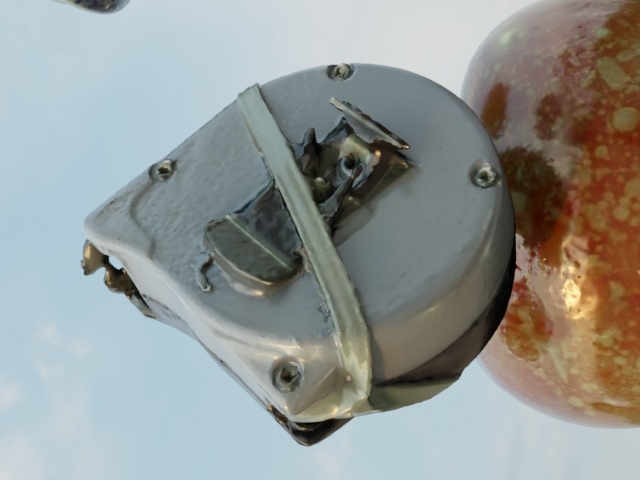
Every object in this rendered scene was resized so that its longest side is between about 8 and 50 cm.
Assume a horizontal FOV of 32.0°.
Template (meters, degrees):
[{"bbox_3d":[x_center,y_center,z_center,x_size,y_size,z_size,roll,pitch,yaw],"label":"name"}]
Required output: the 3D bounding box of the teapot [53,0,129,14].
[{"bbox_3d":[-0.138,-0.238,0.686,0.159,0.159,0.232,60,-169,-48],"label":"teapot"}]

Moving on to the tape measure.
[{"bbox_3d":[0.004,-0.003,0.552,0.181,0.182,0.107,-48,-33,-16],"label":"tape measure"}]

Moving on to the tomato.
[{"bbox_3d":[0.198,-0.020,0.695,0.270,0.222,0.270,1,-90,-80],"label":"tomato"}]
